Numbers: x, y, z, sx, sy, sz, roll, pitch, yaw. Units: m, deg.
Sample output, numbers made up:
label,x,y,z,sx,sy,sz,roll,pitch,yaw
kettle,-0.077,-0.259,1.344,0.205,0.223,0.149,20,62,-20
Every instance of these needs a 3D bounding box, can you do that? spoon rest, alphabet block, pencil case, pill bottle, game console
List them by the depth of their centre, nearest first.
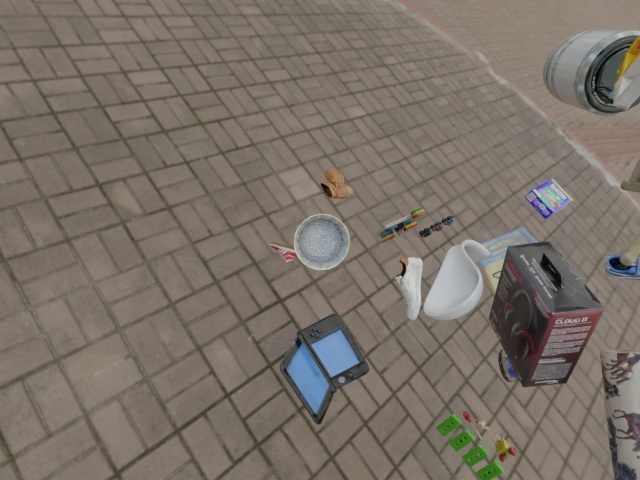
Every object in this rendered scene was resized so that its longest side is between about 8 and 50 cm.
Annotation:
label,x,y,z,sx,sy,sz,roll,pitch,yaw
spoon rest,0.301,0.076,0.893,0.084,0.137,0.276,52,40,-4
pencil case,0.841,0.489,1.046,0.184,0.160,0.410,6,62,12
alphabet block,0.659,0.098,1.405,0.197,0.192,0.193,63,20,-9
pill bottle,0.766,0.436,1.468,0.123,0.219,0.122,24,56,-42
game console,0.027,0.459,1.479,0.293,0.250,0.173,61,3,-18

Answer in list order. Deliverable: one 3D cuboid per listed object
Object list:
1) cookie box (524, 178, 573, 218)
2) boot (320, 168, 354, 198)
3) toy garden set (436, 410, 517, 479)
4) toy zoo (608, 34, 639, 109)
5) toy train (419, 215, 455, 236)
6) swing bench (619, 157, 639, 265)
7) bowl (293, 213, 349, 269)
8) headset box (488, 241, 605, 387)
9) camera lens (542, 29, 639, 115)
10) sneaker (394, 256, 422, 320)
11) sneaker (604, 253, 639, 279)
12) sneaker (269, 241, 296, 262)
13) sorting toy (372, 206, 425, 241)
label,x,y,z,sx,sy,sz,roll,pitch,yaw
cookie box,0.690,-0.126,1.242,0.107,0.040,0.091,-25,69,-26
boot,0.049,-0.263,1.897,0.152,0.073,0.197,-12,48,-45
toy garden set,0.588,0.745,1.534,0.049,0.203,0.244,-17,56,-46
toy zoo,0.675,-0.397,0.815,0.030,0.293,0.192,25,64,10
toy train,0.459,-0.053,1.616,0.027,0.158,0.036,-8,71,-52
swing bench,0.563,-0.105,0.568,0.165,0.253,0.254,20,45,22
bowl,0.000,0.000,1.267,0.170,0.080,0.170,-1,98,-7
headset box,0.505,0.160,0.952,0.110,0.293,0.218,-6,39,0
camera lens,0.821,-0.502,1.219,0.219,0.219,0.274,26,25,-12
sneaker,0.397,0.222,1.907,0.123,0.106,0.290,4,84,-6
sneaker,0.658,0.053,0.836,0.059,0.144,0.053,31,65,-36
sneaker,-0.157,0.050,1.657,0.119,0.067,0.042,18,15,-7
sorting toy,0.268,-0.037,1.461,0.132,0.274,0.046,-23,82,-16
